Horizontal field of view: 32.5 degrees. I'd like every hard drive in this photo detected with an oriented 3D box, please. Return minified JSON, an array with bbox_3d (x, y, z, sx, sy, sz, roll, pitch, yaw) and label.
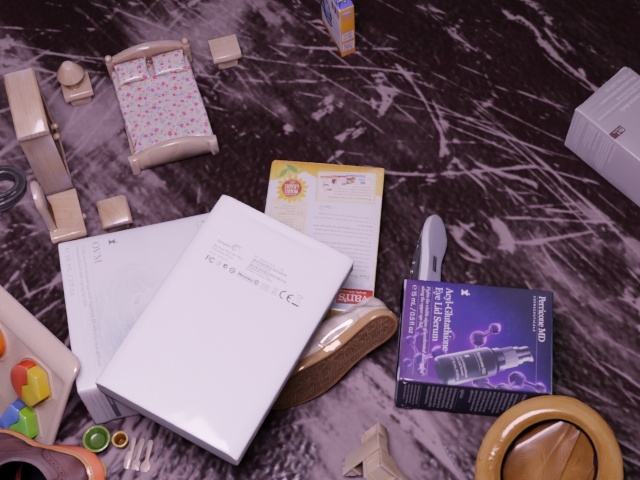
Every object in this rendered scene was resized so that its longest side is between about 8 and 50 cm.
[{"bbox_3d":[-0.116,0.106,1.408,0.203,0.040,0.308,27,64,10],"label":"hard drive"}]

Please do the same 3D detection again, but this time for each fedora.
[{"bbox_3d":[0.293,0.295,1.417,0.194,0.079,0.194,-1,82,10],"label":"fedora"}]

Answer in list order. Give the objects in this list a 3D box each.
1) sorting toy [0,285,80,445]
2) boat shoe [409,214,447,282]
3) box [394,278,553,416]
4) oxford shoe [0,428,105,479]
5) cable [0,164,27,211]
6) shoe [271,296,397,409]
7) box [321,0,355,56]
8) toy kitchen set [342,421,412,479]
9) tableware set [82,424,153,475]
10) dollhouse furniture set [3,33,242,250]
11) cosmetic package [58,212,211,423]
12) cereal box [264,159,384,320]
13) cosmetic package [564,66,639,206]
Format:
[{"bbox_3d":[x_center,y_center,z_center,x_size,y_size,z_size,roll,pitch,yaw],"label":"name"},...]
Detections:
[{"bbox_3d":[-0.414,0.183,1.450,0.193,0.208,0.038,39,33,19],"label":"sorting toy"},{"bbox_3d":[0.151,0.026,1.591,0.040,0.049,0.142,-16,49,37],"label":"boat shoe"},{"bbox_3d":[0.207,0.148,1.491,0.207,0.108,0.153,3,62,4],"label":"box"},{"bbox_3d":[-0.407,0.292,1.392,0.271,0.098,0.097,-5,86,28],"label":"oxford shoe"},{"bbox_3d":[-0.569,-0.017,1.634,0.139,0.072,0.287,32,57,15],"label":"cable"},{"bbox_3d":[0.005,0.154,1.504,0.219,0.076,0.058,-35,46,1],"label":"shoe"},{"bbox_3d":[0.027,-0.364,1.744,0.028,0.136,0.081,-22,65,-10],"label":"box"},{"bbox_3d":[0.078,0.305,1.461,0.068,0.075,0.083,-40,24,21],"label":"toy kitchen set"},{"bbox_3d":[-0.286,0.323,1.459,0.104,0.024,0.154,8,64,6],"label":"tableware set"},{"bbox_3d":[-0.265,-0.184,1.638,0.355,0.174,0.303,-16,64,-7],"label":"dollhouse furniture set"},{"bbox_3d":[-0.225,0.105,1.508,0.224,0.138,0.224,-12,63,-6],"label":"cosmetic package"},{"bbox_3d":[0.000,0.000,1.606,0.172,0.047,0.240,6,64,4],"label":"cereal box"},{"bbox_3d":[0.496,-0.129,1.632,0.127,0.107,0.238,-39,65,-20],"label":"cosmetic package"}]
